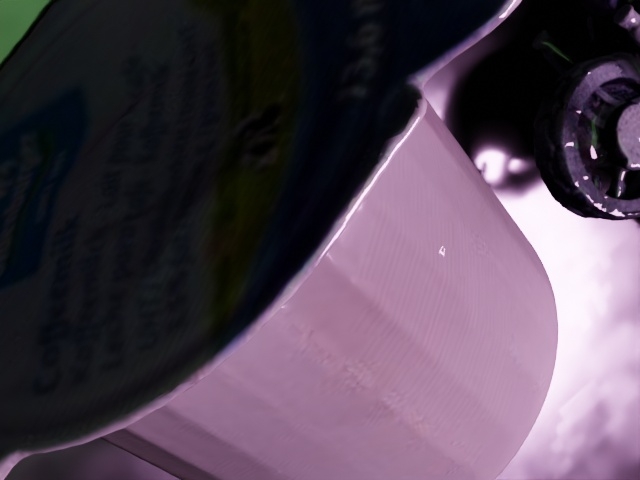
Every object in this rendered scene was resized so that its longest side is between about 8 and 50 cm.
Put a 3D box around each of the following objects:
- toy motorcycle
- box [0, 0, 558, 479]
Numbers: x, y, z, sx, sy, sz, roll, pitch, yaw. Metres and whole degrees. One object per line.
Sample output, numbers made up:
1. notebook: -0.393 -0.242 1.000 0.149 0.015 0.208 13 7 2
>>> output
1. toy motorcycle: 0.253 -0.092 0.716 0.307 0.108 0.173 1 88 -26
2. box: 0.000 0.000 0.519 0.291 0.262 0.206 -26 135 22
